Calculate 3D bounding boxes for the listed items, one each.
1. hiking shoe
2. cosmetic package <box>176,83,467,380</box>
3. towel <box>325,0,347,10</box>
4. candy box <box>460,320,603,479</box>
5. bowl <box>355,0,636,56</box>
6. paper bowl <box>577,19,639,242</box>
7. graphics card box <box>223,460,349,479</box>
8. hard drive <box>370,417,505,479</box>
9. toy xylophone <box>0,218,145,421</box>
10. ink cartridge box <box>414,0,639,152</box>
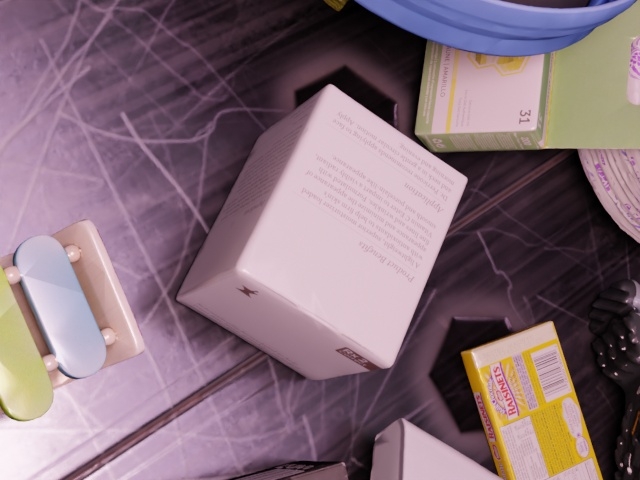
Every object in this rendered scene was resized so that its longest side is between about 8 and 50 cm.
[{"bbox_3d":[0.363,0.181,1.007,0.132,0.113,0.304,1,70,-13],"label":"hiking shoe"},{"bbox_3d":[0.000,0.000,0.868,0.151,0.151,0.184,33,66,-17],"label":"cosmetic package"},{"bbox_3d":[0.039,-0.347,1.032,0.102,0.021,0.237,39,65,-16],"label":"towel"},{"bbox_3d":[0.215,0.192,1.007,0.105,0.027,0.206,-16,88,-24],"label":"candy box"},{"bbox_3d":[0.122,-0.326,0.919,0.391,0.077,0.391,11,55,-16],"label":"bowl"},{"bbox_3d":[0.390,-0.120,1.092,0.284,0.148,0.284,6,76,-26],"label":"paper bowl"},{"bbox_3d":[-0.132,0.321,0.771,0.370,0.094,0.233,-8,83,-29],"label":"graphics card box"},{"bbox_3d":[0.187,0.327,0.868,0.353,0.047,0.233,33,36,-19],"label":"hard drive"},{"bbox_3d":[-0.302,0.065,0.730,0.322,0.081,0.236,-34,96,-35],"label":"toy xylophone"},{"bbox_3d":[0.218,-0.171,0.982,0.056,0.235,0.171,38,57,-58],"label":"ink cartridge box"}]
